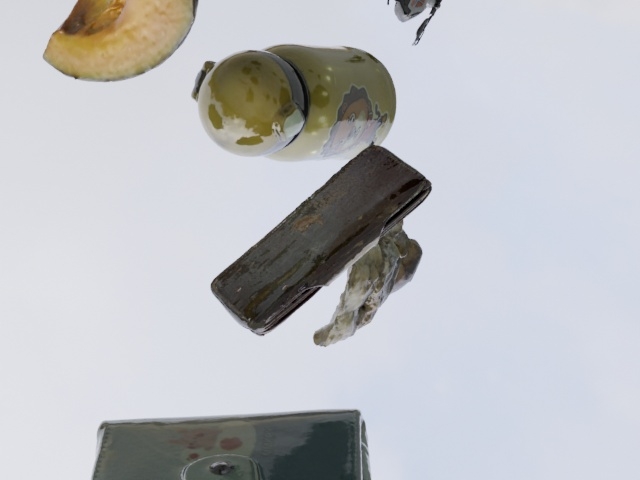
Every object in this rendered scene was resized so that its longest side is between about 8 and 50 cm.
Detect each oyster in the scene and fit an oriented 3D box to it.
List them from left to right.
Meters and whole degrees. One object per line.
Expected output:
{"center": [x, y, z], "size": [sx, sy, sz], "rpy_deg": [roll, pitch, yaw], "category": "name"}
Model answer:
{"center": [0.063, 0.037, 1.719], "size": [0.107, 0.162, 0.233], "rpy_deg": [25, -150, 1], "category": "oyster"}

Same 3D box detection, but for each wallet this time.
{"center": [-0.115, 0.290, 1.739], "size": [0.360, 0.083, 0.252], "rpy_deg": [-3, -158, 0], "category": "wallet"}
{"center": [0.000, 0.000, 1.357], "size": [0.031, 0.232, 0.122], "rpy_deg": [55, 171, -36], "category": "wallet"}

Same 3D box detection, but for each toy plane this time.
{"center": [0.171, -0.416, 2.244], "size": [0.078, 0.053, 0.197], "rpy_deg": [36, -113, -17], "category": "toy plane"}

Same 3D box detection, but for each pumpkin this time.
{"center": [-0.153, -0.266, 1.312], "size": [0.149, 0.254, 0.130], "rpy_deg": [28, -152, 10], "category": "pumpkin"}

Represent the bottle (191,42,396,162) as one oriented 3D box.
{"center": [-0.040, -0.187, 1.905], "size": [0.171, 0.171, 0.351], "rpy_deg": [43, -156, 17], "category": "bottle"}
